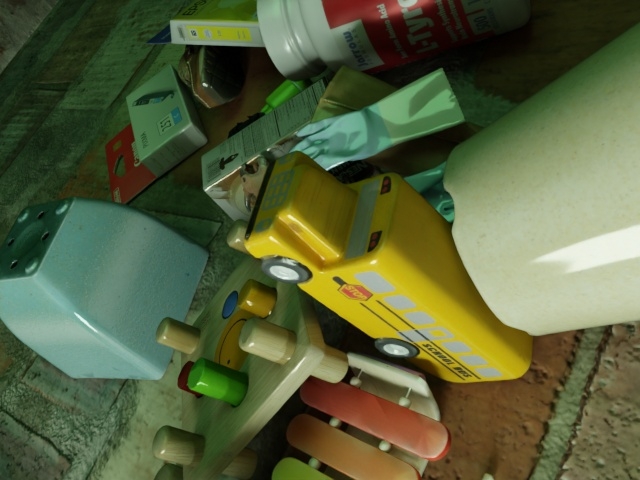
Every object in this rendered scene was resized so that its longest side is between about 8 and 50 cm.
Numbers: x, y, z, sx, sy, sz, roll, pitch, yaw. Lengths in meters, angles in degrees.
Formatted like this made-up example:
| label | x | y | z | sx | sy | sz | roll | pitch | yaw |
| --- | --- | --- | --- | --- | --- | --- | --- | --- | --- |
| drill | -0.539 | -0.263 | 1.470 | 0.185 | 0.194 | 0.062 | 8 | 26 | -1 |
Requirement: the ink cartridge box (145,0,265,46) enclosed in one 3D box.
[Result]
| label | x | y | z | sx | sy | sz | roll | pitch | yaw |
| --- | --- | --- | --- | --- | --- | --- | --- | --- | --- |
| ink cartridge box | -0.177 | -0.508 | 1.398 | 0.307 | 0.072 | 0.304 | 11 | 46 | 22 |

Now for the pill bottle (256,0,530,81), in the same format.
| label | x | y | z | sx | sy | sz | roll | pitch | yaw |
| --- | --- | --- | --- | --- | --- | --- | --- | --- | --- |
| pill bottle | 0.112 | -0.399 | 1.065 | 0.407 | 0.229 | 0.229 | -12 | 51 | 26 |

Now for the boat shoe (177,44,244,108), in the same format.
| label | x | y | z | sx | sy | sz | roll | pitch | yaw |
| --- | --- | --- | --- | --- | --- | --- | --- | --- | --- |
| boat shoe | -0.246 | -0.379 | 1.440 | 0.120 | 0.122 | 0.324 | -31 | 35 | 21 |

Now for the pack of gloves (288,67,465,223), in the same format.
| label | x | y | z | sx | sy | sz | roll | pitch | yaw |
| --- | --- | --- | --- | --- | --- | --- | --- | --- | --- |
| pack of gloves | 0.070 | -0.092 | 0.794 | 0.232 | 0.046 | 0.195 | -22 | 71 | 11 |

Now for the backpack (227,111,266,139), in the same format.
| label | x | y | z | sx | sy | sz | roll | pitch | yaw |
| --- | --- | --- | --- | --- | --- | --- | --- | --- | --- |
| backpack | -0.115 | -0.161 | 1.163 | 0.098 | 0.101 | 0.120 | -27 | 36 | 10 |

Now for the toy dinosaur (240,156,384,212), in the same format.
| label | x | y | z | sx | sy | sz | roll | pitch | yaw |
| --- | --- | --- | --- | --- | --- | --- | --- | --- | --- |
| toy dinosaur | 0.000 | 0.000 | 0.940 | 0.200 | 0.127 | 0.296 | -31 | 59 | 28 |

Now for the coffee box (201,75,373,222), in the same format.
| label | x | y | z | sx | sy | sz | roll | pitch | yaw |
| --- | --- | --- | --- | --- | --- | --- | --- | --- | --- |
| coffee box | -0.051 | -0.128 | 1.058 | 0.246 | 0.141 | 0.098 | -30 | 40 | 14 |

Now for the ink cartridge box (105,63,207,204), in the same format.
| label | x | y | z | sx | sy | sz | roll | pitch | yaw |
| --- | --- | --- | --- | --- | --- | --- | --- | --- | --- |
| ink cartridge box | -0.395 | -0.236 | 1.466 | 0.261 | 0.066 | 0.296 | -36 | 42 | 7 |

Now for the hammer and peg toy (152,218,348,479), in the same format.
| label | x | y | z | sx | sy | sz | roll | pitch | yaw |
| --- | --- | --- | --- | --- | --- | --- | --- | --- | --- |
| hammer and peg toy | -0.131 | 0.162 | 0.820 | 0.361 | 0.127 | 0.266 | -50 | 30 | 23 |

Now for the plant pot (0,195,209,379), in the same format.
| label | x | y | z | sx | sy | sz | roll | pitch | yaw |
| --- | --- | --- | --- | --- | --- | --- | --- | --- | --- |
| plant pot | -0.384 | 0.062 | 1.079 | 0.247 | 0.252 | 0.248 | -7 | 53 | 34 |

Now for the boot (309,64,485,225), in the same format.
| label | x | y | z | sx | sy | sz | roll | pitch | yaw |
| --- | --- | --- | --- | --- | --- | --- | --- | --- | --- |
| boot | 0.106 | -0.097 | 0.860 | 0.269 | 0.089 | 0.236 | 23 | 57 | 10 |

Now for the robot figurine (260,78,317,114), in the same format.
| label | x | y | z | sx | sy | sz | roll | pitch | yaw |
| --- | --- | --- | --- | --- | --- | --- | --- | --- | --- |
| robot figurine | -0.055 | -0.261 | 1.221 | 0.115 | 0.067 | 0.101 | -43 | 30 | 1 |

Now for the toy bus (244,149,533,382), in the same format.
| label | x | y | z | sx | sy | sz | roll | pitch | yaw |
| --- | --- | --- | --- | --- | --- | --- | --- | --- | --- |
| toy bus | 0.082 | 0.036 | 0.677 | 0.130 | 0.332 | 0.108 | -14 | 49 | 42 |

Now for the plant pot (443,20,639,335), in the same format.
| label | x | y | z | sx | sy | sz | roll | pitch | yaw |
| --- | --- | --- | --- | --- | --- | --- | --- | --- | --- |
| plant pot | 0.300 | -0.054 | 0.624 | 0.305 | 0.334 | 0.334 | -24 | 45 | 35 |

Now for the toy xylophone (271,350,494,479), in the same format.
| label | x | y | z | sx | sy | sz | roll | pitch | yaw |
| --- | --- | --- | --- | --- | --- | --- | --- | --- | --- |
| toy xylophone | 0.043 | 0.284 | 0.699 | 0.236 | 0.081 | 0.323 | 4 | 60 | 39 |
